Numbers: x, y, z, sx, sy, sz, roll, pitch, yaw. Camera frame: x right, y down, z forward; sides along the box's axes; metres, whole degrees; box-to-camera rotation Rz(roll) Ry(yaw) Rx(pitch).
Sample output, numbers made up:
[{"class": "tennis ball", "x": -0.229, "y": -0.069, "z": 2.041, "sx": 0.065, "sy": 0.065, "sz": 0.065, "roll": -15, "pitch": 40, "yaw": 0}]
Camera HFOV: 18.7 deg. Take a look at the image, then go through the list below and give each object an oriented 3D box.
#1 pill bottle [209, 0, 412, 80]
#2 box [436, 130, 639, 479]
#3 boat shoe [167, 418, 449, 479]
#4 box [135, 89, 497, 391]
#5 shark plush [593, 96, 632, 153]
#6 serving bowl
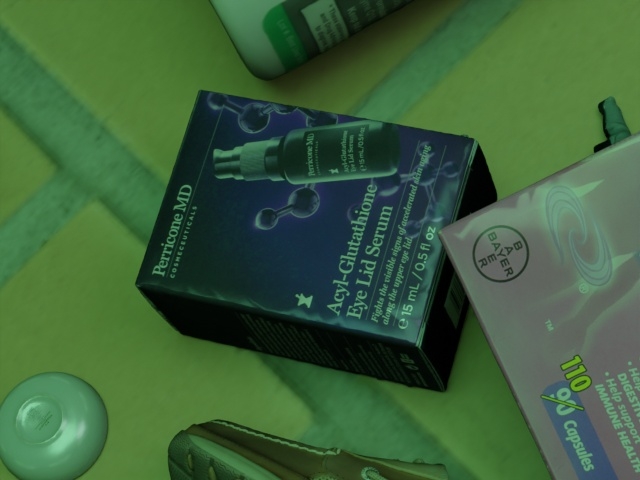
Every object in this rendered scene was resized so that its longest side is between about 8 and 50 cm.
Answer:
[{"class": "pill bottle", "x": 0.062, "y": -0.283, "z": 1.369, "sx": 0.361, "sy": 0.204, "sz": 0.204, "roll": -29, "pitch": 65, "yaw": 1}, {"class": "box", "x": 0.231, "y": 0.040, "z": 1.188, "sx": 0.243, "sy": 0.117, "sz": 0.214, "roll": -26, "pitch": 82, "yaw": 12}, {"class": "boat shoe", "x": 0.041, "y": 0.198, "z": 1.246, "sx": 0.324, "sy": 0.123, "sz": 0.116, "roll": 27, "pitch": 43, "yaw": 30}, {"class": "box", "x": 0.000, "y": 0.000, "z": 1.325, "sx": 0.207, "sy": 0.108, "sz": 0.153, "roll": 10, "pitch": 72, "yaw": 17}, {"class": "shark plush", "x": 0.233, "y": -0.030, "z": 1.329, "sx": 0.067, "sy": 0.073, "sz": 0.161, "roll": -18, "pitch": 43, "yaw": -15}, {"class": "serving bowl", "x": -0.193, "y": 0.129, "z": 1.364, "sx": 0.083, "sy": 0.027, "sz": 0.083, "roll": -5, "pitch": 67, "yaw": 12}]
